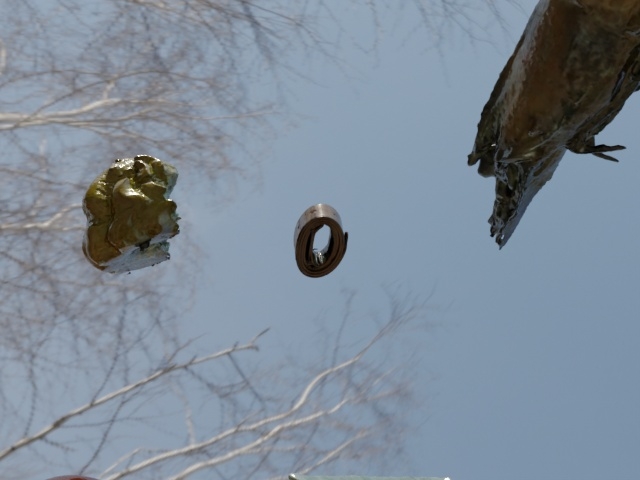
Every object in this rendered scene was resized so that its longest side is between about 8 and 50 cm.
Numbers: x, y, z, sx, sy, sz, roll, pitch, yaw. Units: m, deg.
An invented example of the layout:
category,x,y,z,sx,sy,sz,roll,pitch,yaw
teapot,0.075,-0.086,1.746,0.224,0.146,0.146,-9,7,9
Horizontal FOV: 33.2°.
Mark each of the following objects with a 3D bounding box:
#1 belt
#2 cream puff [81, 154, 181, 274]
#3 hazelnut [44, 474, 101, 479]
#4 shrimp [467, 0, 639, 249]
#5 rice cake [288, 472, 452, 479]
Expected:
category,x,y,z,sx,sy,sz,roll,pitch,yaw
belt,0.000,0.000,1.211,0.059,0.036,0.083,4,-56,-9
cream puff,-0.238,-0.035,1.346,0.121,0.156,0.156,-1,-83,-11
hazelnut,-0.229,0.320,0.965,0.178,0.178,0.204,27,-67,11
shrimp,0.275,-0.114,0.869,0.272,0.085,0.445,37,-45,0
rice cake,0.050,0.206,0.761,0.069,0.206,0.063,41,-72,37
